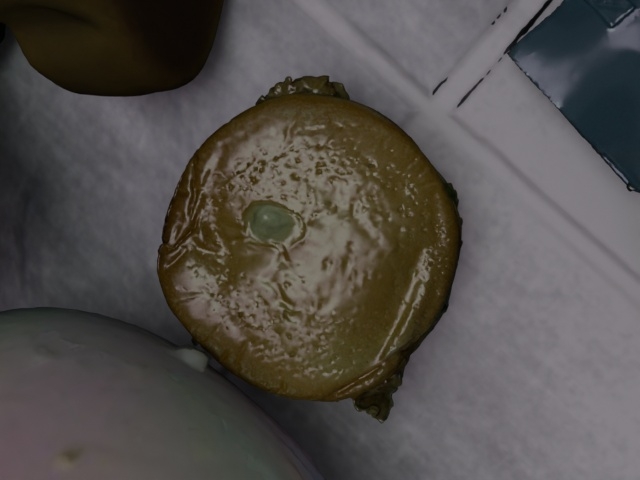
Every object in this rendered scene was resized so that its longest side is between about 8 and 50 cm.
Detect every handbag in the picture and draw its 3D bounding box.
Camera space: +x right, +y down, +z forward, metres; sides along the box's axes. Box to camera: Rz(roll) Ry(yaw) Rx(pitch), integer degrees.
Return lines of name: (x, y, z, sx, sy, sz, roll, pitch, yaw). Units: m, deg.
handbag: (0.243, -0.145, 0.531, 0.221, 0.057, 0.144, -43, 76, 17)

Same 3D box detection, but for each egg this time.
egg: (-0.156, 0.208, 0.526, 0.355, 0.354, 0.339, -25, 88, 17)

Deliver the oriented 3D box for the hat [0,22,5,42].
hat: (-0.341, -0.307, 0.562, 0.285, 0.285, 0.400, 7, 103, 15)

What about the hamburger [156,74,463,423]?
hamburger: (0.000, 0.000, 0.580, 0.189, 0.122, 0.215, 15, 97, 7)

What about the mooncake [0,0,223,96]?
mooncake: (-0.147, -0.219, 0.549, 0.117, 0.235, 0.234, -1, 96, 21)
